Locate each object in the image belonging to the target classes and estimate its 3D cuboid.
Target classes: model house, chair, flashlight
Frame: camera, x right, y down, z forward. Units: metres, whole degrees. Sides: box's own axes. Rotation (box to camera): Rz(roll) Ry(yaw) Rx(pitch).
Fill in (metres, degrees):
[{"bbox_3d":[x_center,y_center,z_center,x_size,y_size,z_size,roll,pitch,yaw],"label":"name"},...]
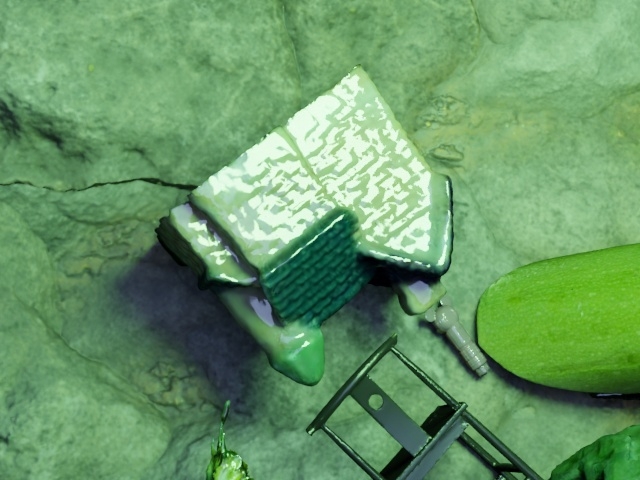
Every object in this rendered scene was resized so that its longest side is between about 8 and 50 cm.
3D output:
[{"bbox_3d":[0.001,-0.001,1.512,0.298,0.243,0.284,-39,87,-15],"label":"model house"},{"bbox_3d":[0.119,0.255,1.529,0.260,0.141,0.154,43,77,1],"label":"chair"},{"bbox_3d":[0.172,0.123,1.617,0.052,0.031,0.110,-35,89,-36],"label":"flashlight"}]

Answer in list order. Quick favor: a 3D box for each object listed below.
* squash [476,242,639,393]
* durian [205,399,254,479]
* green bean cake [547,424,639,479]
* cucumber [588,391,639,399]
[{"bbox_3d":[0.353,0.102,1.615,0.260,0.189,0.189,-15,79,33],"label":"squash"},{"bbox_3d":[-0.063,0.372,1.503,0.132,0.106,0.375,-23,84,-8],"label":"durian"},{"bbox_3d":[0.303,0.392,1.477,0.169,0.300,0.308,42,119,-11],"label":"green bean cake"},{"bbox_3d":[0.440,0.169,1.631,0.211,0.062,0.078,-3,63,0],"label":"cucumber"}]
